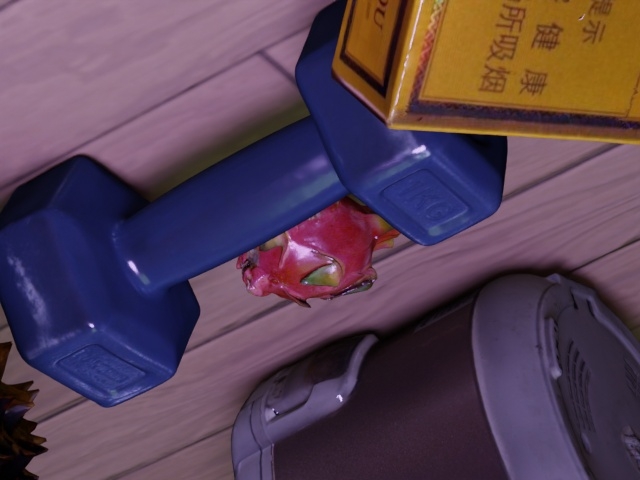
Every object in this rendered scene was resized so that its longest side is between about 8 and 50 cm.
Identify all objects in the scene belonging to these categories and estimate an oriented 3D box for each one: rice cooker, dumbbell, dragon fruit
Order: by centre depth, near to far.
[{"bbox_3d":[-0.049,-0.024,1.133,0.316,0.156,0.143,-28,171,22],"label":"dumbbell"},{"bbox_3d":[0.002,0.001,1.255,0.116,0.086,0.081,-4,143,-12],"label":"dragon fruit"},{"bbox_3d":[0.108,0.216,1.437,0.325,0.335,0.335,-29,147,25],"label":"rice cooker"}]

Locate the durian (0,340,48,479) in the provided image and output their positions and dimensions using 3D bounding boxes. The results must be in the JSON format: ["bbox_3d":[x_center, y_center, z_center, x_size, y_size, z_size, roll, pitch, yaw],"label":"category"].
[{"bbox_3d":[-0.325,0.102,1.053,0.348,0.347,0.384,-22,157,12],"label":"durian"}]

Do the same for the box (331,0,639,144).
[{"bbox_3d":[0.172,-0.153,0.997,0.301,0.084,0.193,2,115,-26],"label":"box"}]
